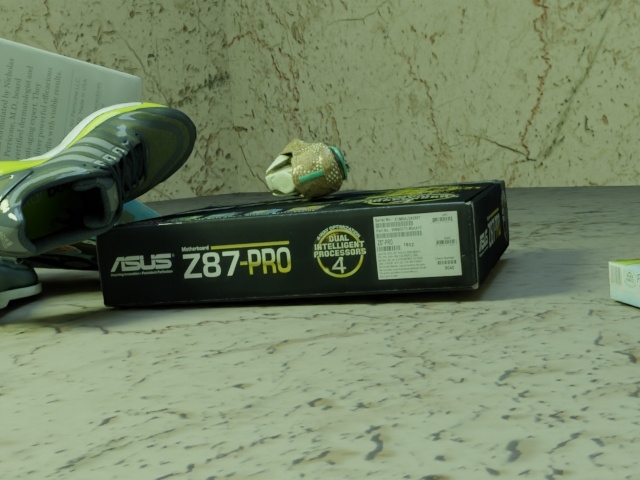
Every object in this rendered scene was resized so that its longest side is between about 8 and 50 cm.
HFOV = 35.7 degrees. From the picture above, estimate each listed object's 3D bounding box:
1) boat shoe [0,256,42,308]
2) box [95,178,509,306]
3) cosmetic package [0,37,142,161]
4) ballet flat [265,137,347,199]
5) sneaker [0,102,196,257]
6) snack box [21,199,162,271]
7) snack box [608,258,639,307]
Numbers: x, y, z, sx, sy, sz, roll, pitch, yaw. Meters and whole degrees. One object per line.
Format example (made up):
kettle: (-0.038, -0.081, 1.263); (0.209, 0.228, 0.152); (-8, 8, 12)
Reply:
boat shoe: (-0.386, 0.025, 1.112); (0.116, 0.099, 0.319); (-8, 4, -5)
box: (0.000, 0.000, 1.114); (0.395, 0.097, 0.318); (-4, 4, 17)
cosmetic package: (-0.469, -0.156, 1.173); (0.453, 0.161, 0.230); (12, -10, -35)
ballet flat: (-0.029, -0.079, 1.143); (0.067, 0.073, 0.206); (-22, 5, -12)
sneaker: (-0.229, -0.054, 1.011); (0.121, 0.111, 0.300); (14, 37, 38)
snack box: (-0.342, -0.011, 1.247); (0.322, 0.060, 0.187); (2, -16, 22)
snack box: (0.311, 0.036, 0.809); (0.100, 0.037, 0.141); (-6, 6, -8)
